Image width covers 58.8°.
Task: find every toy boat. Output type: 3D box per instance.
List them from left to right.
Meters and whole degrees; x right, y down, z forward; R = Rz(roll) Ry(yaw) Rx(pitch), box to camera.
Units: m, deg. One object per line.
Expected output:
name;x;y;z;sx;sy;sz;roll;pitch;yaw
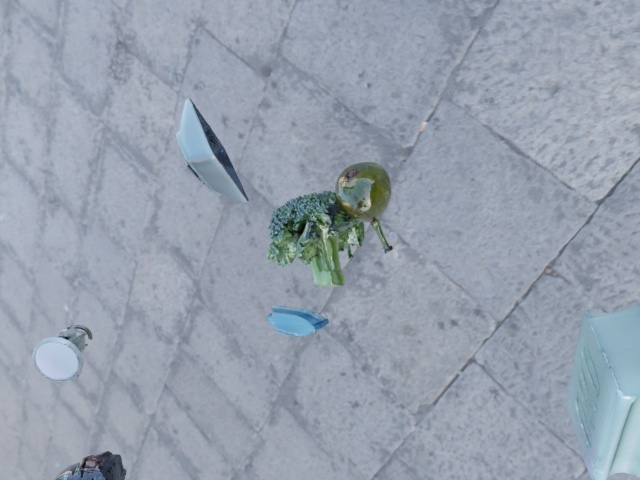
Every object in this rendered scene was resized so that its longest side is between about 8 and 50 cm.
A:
toy boat;-0.071;0.263;1.936;0.215;0.102;0.088;5;114;27

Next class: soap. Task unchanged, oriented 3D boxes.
soap;0.411;0.215;0.790;0.094;0.150;0.261;-11;133;6

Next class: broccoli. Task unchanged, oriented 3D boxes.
broccoli;-0.012;-0.021;1.752;0.277;0.317;0.338;-7;141;9

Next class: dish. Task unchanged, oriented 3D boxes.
dish;-0.268;-0.193;1.349;0.181;0.080;0.243;64;180;24

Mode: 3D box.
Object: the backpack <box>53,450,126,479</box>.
backpack;-0.596;0.609;1.459;0.120;0.165;0.105;-118;18;-83

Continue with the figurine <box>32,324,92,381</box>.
figurine;-0.665;0.284;1.505;0.132;0.153;0.132;0;108;0

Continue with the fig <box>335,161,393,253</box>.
fig;0.139;-0.087;1.456;0.151;0.151;0.259;7;147;41
